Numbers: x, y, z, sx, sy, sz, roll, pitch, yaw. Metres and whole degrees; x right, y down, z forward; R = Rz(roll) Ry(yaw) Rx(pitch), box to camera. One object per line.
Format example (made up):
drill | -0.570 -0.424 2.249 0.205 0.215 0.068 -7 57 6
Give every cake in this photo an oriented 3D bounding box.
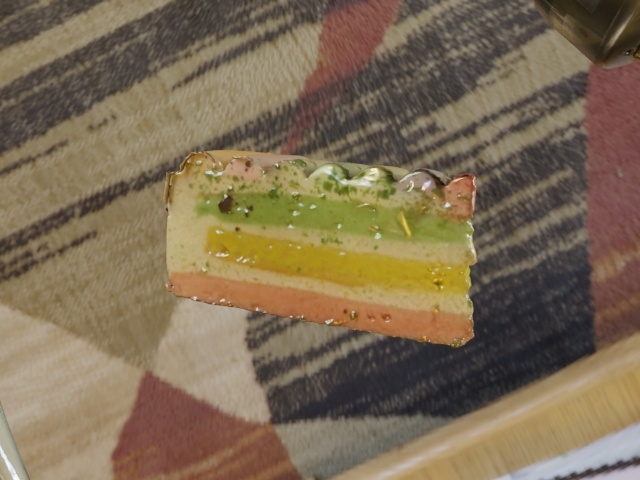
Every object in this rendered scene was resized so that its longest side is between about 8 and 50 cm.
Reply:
cake | 0.009 -0.001 0.786 0.226 0.090 0.109 8 96 24

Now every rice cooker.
rice cooker | 0.210 -0.189 0.757 0.112 0.165 0.106 -33 77 -30

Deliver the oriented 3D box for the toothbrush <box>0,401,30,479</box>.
toothbrush | -0.250 0.089 0.796 0.042 0.418 0.040 -39 146 3
